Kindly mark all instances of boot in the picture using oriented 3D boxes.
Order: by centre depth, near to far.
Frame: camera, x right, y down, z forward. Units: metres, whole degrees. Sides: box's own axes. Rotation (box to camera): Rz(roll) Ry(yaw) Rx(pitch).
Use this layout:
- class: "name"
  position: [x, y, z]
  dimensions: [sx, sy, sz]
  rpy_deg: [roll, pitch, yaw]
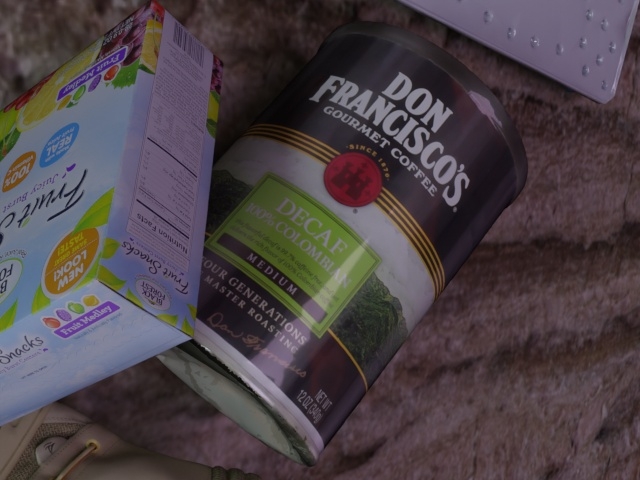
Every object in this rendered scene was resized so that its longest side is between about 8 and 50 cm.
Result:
- class: "boot"
  position: [-0.144, 0.228, 0.548]
  dimensions: [0.203, 0.262, 0.095]
  rpy_deg: [22, 125, -8]

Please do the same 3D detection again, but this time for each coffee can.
- class: "coffee can"
  position: [0.000, 0.000, 0.669]
  dimensions: [0.275, 0.201, 0.201]
  rpy_deg: [-51, 127, -19]

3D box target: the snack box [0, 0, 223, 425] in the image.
- class: "snack box"
  position: [-0.146, -0.015, 0.505]
  dimensions: [0.070, 0.174, 0.207]
  rpy_deg: [37, 38, -39]

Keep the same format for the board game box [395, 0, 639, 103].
- class: "board game box"
  position: [0.214, -0.374, 0.861]
  dimensions: [0.389, 0.050, 0.390]
  rpy_deg: [13, 92, -41]
